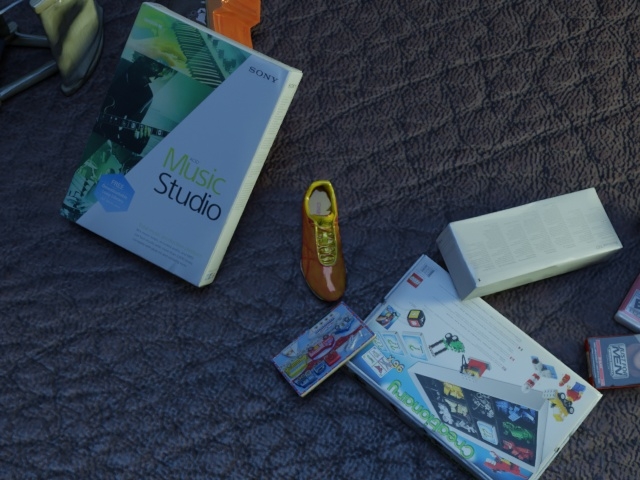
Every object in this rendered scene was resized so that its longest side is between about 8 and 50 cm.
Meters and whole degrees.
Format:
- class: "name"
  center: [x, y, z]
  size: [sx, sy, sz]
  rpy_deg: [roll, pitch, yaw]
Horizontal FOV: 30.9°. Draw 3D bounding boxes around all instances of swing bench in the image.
- class: "swing bench"
  center: [-0.433, -0.309, 1.610]
  size: [0.255, 0.253, 0.165]
  rpy_deg: [-13, 71, -6]

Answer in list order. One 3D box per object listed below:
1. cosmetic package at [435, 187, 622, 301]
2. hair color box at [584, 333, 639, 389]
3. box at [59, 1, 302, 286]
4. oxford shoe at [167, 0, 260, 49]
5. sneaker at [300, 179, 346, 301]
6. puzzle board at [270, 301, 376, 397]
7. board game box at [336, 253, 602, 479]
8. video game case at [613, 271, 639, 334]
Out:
- class: "cosmetic package"
  center: [0.286, 0.005, 1.589]
  size: [0.239, 0.060, 0.098]
  rpy_deg: [-13, 68, -22]
- class: "hair color box"
  center: [0.431, 0.161, 1.555]
  size: [0.141, 0.043, 0.072]
  rpy_deg: [-6, 80, 5]
- class: "box"
  center: [-0.193, -0.130, 1.569]
  size: [0.232, 0.058, 0.322]
  rpy_deg: [26, 101, 11]
- class: "oxford shoe"
  center: [-0.169, -0.249, 1.687]
  size: [0.133, 0.130, 0.363]
  rpy_deg: [-5, 74, 32]
- class: "sneaker"
  center: [0.000, 0.000, 1.607]
  size: [0.064, 0.067, 0.175]
  rpy_deg: [-8, 72, -6]
- class: "puzzle board"
  center: [0.002, 0.142, 1.545]
  size: [0.128, 0.011, 0.096]
  rpy_deg: [-38, 38, -7]
- class: "board game box"
  center: [0.195, 0.185, 1.550]
  size: [0.305, 0.053, 0.193]
  rpy_deg: [39, 73, 12]
- class: "video game case"
  center: [0.568, 0.047, 1.627]
  size: [0.204, 0.025, 0.285]
  rpy_deg: [32, 72, 10]
